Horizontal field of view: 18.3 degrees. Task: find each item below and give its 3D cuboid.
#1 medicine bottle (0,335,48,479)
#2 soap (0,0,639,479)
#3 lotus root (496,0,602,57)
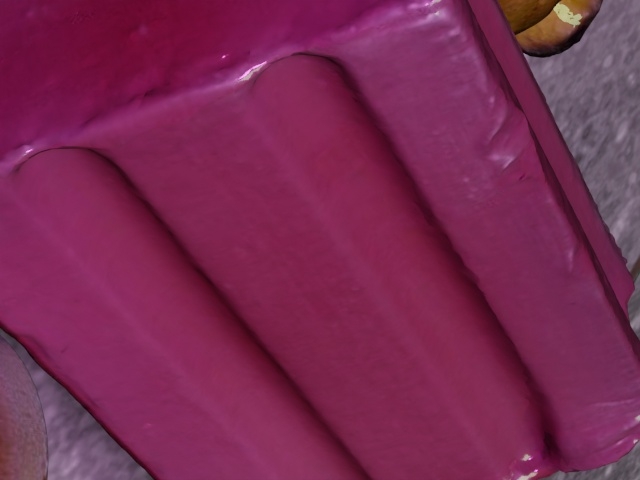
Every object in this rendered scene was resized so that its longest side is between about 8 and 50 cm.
[{"bbox_3d":[-0.250,0.063,0.685,0.322,0.151,0.151,21,99,-53],"label":"medicine bottle"},{"bbox_3d":[0.000,0.000,0.858,0.233,0.128,0.359,-19,143,12],"label":"soap"},{"bbox_3d":[0.060,-0.186,0.866,0.169,0.141,0.314,-57,147,-26],"label":"lotus root"}]
